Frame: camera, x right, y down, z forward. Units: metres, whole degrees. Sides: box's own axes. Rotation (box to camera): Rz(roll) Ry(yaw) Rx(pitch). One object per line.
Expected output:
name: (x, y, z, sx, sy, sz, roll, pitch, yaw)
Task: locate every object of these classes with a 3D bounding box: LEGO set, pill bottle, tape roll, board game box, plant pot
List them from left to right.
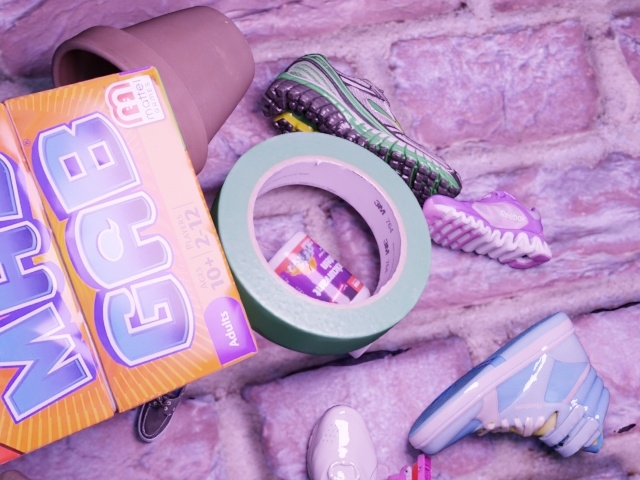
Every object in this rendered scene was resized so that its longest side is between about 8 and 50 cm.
board game box: (-0.352, 0.041, 1.078, 0.356, 0.356, 0.356, -21, 92, -27)
plant pot: (-0.225, -0.230, 1.300, 0.263, 0.263, 0.229, 43, 57, 2)
tape roll: (0.000, 0.000, 1.249, 0.321, 0.077, 0.321, 10, 60, -18)
pill bottle: (0.006, 0.085, 1.318, 0.193, 0.108, 0.108, 41, 76, 1)
LEGO set: (0.140, 0.443, 1.276, 0.087, 0.093, 0.227, 37, 41, -34)

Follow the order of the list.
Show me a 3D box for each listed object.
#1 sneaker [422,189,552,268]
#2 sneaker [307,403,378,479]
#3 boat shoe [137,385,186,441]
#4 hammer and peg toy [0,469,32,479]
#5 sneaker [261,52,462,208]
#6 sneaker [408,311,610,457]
sneaker: (0.261, -0.035, 1.383, 0.236, 0.095, 0.104, 18, 66, -24)
sneaker: (0.040, 0.384, 1.251, 0.111, 0.129, 0.297, 0, 77, -7)
boat shoe: (-0.227, 0.228, 1.287, 0.049, 0.040, 0.142, 26, 76, -3)
hammer and peg toy: (-0.395, 0.505, 1.101, 0.266, 0.127, 0.361, 30, 88, 15)
sneaker: (0.087, -0.177, 1.375, 0.343, 0.134, 0.146, 35, 59, -8)
sneaker: (0.304, 0.271, 1.318, 0.319, 0.127, 0.208, -34, 84, -13)
